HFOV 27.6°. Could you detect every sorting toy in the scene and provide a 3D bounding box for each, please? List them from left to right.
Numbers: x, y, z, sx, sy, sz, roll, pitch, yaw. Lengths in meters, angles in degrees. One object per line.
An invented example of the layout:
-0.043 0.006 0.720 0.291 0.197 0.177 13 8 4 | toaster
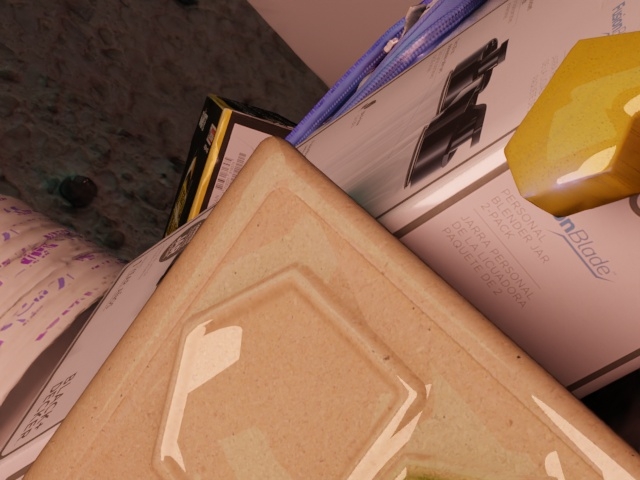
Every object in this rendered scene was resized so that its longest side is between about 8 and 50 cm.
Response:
0.006 0.066 0.336 0.307 0.041 0.229 -54 47 10 | sorting toy

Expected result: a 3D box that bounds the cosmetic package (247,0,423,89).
0.102 -0.411 1.253 0.329 0.327 0.393 -17 34 50 | cosmetic package

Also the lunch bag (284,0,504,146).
0.041 -0.044 0.737 0.303 0.115 0.243 -44 -1 33 | lunch bag

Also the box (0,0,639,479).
0.028 0.009 0.484 0.290 0.087 0.169 -34 16 25 | box

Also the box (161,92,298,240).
-0.090 0.016 1.059 0.322 0.079 0.257 -127 53 -79 | box

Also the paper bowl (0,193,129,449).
-0.169 0.131 0.638 0.284 0.148 0.284 -58 -7 -10 | paper bowl
